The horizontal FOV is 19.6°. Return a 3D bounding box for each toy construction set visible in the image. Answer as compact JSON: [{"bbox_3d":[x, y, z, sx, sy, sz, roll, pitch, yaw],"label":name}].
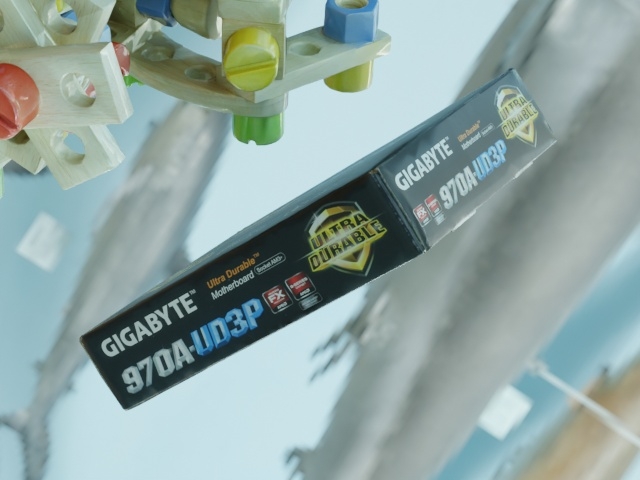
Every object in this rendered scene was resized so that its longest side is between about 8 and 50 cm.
[{"bbox_3d":[-0.114,-0.092,0.943,0.328,0.215,0.151,-36,138,-63],"label":"toy construction set"}]

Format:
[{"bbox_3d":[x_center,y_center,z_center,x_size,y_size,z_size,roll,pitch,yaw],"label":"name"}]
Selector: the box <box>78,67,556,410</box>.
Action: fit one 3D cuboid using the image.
[{"bbox_3d":[0.000,0.000,0.987,0.220,0.051,0.175,-29,-176,35],"label":"box"}]
